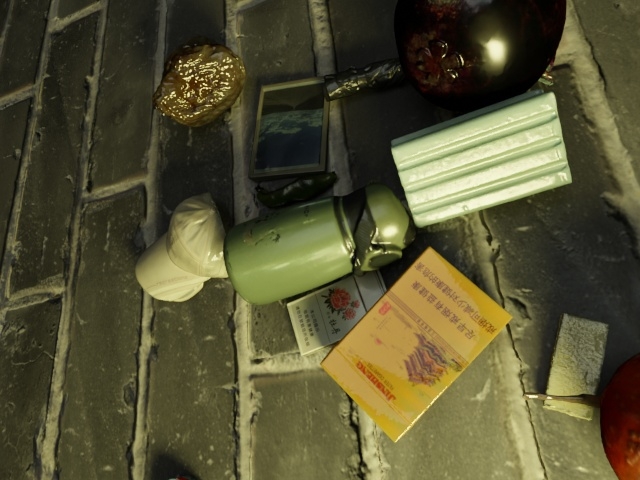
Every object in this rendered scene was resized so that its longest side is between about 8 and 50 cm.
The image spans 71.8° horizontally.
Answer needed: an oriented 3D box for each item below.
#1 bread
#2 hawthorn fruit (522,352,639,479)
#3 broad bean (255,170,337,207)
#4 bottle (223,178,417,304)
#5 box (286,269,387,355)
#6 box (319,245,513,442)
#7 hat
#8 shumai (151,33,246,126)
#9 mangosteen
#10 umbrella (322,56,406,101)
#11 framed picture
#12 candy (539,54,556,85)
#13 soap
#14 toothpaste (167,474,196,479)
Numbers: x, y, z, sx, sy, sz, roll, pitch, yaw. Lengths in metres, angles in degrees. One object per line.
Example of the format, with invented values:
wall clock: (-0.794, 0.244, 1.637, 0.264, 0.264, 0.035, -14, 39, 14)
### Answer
bread: (0.392, 0.191, 0.679, 0.068, 0.028, 0.153, 12, 76, 25)
hawthorn fruit: (0.462, 0.227, 0.525, 0.235, 0.231, 0.263, -24, 64, -15)
broad bean: (-0.059, -0.108, 0.958, 0.195, 0.046, 0.061, -7, 72, 21)
bottle: (0.001, 0.001, 0.823, 0.347, 0.168, 0.168, -18, 66, 17)
box: (0.037, 0.134, 0.842, 0.198, 0.029, 0.109, -25, 65, 13)
box: (0.155, 0.167, 0.740, 0.174, 0.076, 0.274, 43, 91, 18)
hat: (-0.318, 0.005, 0.974, 0.226, 0.164, 0.219, -23, 61, -11)
shumai: (-0.305, -0.399, 1.120, 0.218, 0.184, 0.185, -54, 26, 10)
mangosteen: (0.292, -0.380, 0.791, 0.313, 0.297, 0.297, -16, 60, -25)
umbrella: (0.119, -0.358, 0.967, 0.236, 0.059, 0.066, -7, 83, 15)
framed picture: (-0.067, -0.263, 1.032, 0.189, 0.023, 0.260, -2, 71, 19)
candy: (0.435, -0.367, 0.853, 0.045, 0.043, 0.175, 9, 72, 26)
soap: (0.273, -0.140, 0.772, 0.265, 0.087, 0.159, -17, 109, 16)
toothpaste: (-0.287, 0.541, 0.821, 0.070, 0.044, 0.193, 18, 79, 28)
